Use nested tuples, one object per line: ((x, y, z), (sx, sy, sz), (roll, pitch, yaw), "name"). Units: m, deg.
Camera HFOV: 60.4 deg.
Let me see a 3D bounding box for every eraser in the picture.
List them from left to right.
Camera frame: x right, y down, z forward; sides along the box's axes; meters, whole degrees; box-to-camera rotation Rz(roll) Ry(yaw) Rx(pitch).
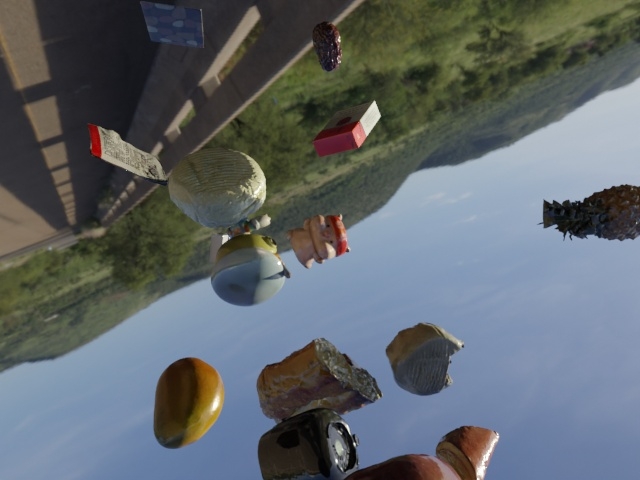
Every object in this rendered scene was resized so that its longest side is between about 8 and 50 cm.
((-0.391, 0.031, 2.276), (0.067, 0.125, 0.210), (9, -176, 13), "eraser")

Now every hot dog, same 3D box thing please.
((-0.034, 0.528, 1.958), (0.365, 0.367, 0.196), (-34, -144, 20), "hot dog")

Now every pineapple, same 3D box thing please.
((0.726, -0.064, 1.467), (0.340, 0.169, 0.169), (-7, 180, -20), "pineapple")

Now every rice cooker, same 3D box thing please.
((-0.024, 0.599, 1.531), (0.224, 0.267, 0.267), (-28, -176, 20), "rice cooker")

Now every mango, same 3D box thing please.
((-0.334, 0.410, 1.406), (0.175, 0.139, 0.255), (-17, -143, -1), "mango")

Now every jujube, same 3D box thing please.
((0.028, -0.677, 1.915), (0.104, 0.166, 0.104), (-18, -168, 4), "jujube")

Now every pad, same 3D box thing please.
((-0.411, -0.603, 1.548), (0.158, 0.003, 0.235), (4, 174, -10), "pad")

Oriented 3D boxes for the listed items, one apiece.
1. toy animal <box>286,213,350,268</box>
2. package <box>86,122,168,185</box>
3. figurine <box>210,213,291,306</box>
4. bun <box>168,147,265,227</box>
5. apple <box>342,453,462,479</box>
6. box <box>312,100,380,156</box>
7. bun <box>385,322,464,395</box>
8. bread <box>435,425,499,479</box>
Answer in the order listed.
((0.000, 0.000, 1.886), (0.197, 0.171, 0.171), (-21, -174, 19), "toy animal")
((-0.547, -0.244, 1.560), (0.030, 0.154, 0.239), (-43, 139, 17), "package")
((-0.253, 0.005, 1.621), (0.224, 0.382, 0.205), (-32, 160, 19), "figurine")
((-0.228, -0.110, 1.255), (0.220, 0.220, 0.134), (-26, 143, -29), "bun")
((0.159, 0.549, 1.055), (0.305, 0.235, 0.306), (-17, 150, -10), "apple")
((0.058, -0.243, 1.193), (0.100, 0.048, 0.152), (-10, -151, 33), "box")
((0.360, 0.418, 1.998), (0.281, 0.282, 0.205), (-24, -160, -9), "bun")
((0.322, 0.468, 1.226), (0.119, 0.067, 0.192), (20, -159, 22), "bread")
